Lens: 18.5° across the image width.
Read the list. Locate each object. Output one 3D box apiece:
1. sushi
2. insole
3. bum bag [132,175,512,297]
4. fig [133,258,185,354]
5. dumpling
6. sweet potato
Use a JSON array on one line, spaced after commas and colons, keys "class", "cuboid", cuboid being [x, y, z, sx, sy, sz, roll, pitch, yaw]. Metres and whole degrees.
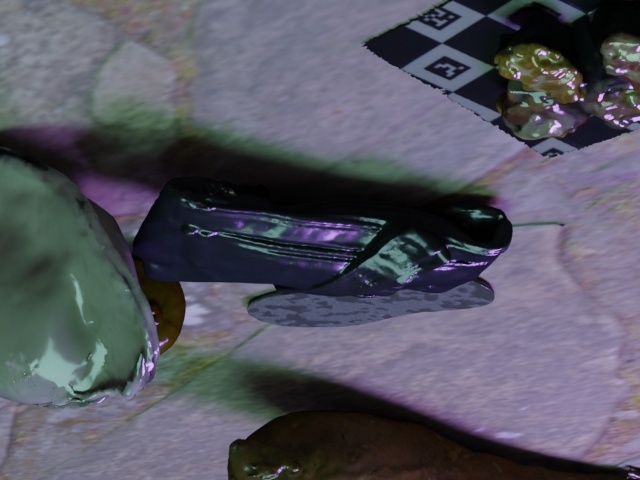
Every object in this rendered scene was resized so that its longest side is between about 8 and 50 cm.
[{"class": "sushi", "cuboid": [0.156, -0.092, 1.118, 0.192, 0.040, 0.210, 26, 147, -38]}, {"class": "insole", "cuboid": [0.036, 0.046, 1.465, 0.193, 0.006, 0.065, -8, 151, 23]}, {"class": "bum bag", "cuboid": [0.000, 0.000, 1.316, 0.248, 0.060, 0.123, 10, 155, -16]}, {"class": "fig", "cuboid": [-0.139, 0.049, 1.431, 0.074, 0.074, 0.088, 20, 177, -29]}, {"class": "dumpling", "cuboid": [-0.190, 0.014, 1.304, 0.247, 0.142, 0.172, 13, 129, 41]}, {"class": "sweet potato", "cuboid": [0.096, 0.218, 1.695, 0.422, 0.130, 0.130, 11, 155, -29]}]
